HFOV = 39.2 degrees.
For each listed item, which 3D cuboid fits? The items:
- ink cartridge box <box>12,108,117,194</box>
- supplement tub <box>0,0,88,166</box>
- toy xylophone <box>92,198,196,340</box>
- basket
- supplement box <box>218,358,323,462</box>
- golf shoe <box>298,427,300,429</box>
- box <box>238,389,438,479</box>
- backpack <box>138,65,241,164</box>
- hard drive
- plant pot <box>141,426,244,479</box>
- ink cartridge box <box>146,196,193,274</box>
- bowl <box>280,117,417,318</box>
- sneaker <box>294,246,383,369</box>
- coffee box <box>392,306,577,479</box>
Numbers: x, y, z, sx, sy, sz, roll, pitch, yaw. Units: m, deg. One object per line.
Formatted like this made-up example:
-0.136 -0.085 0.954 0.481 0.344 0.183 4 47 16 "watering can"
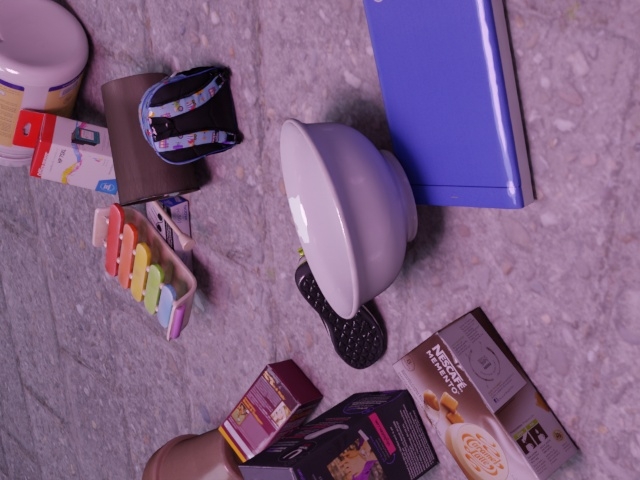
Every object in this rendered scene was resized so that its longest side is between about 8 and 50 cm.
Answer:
-0.522 -0.183 1.874 0.134 0.231 0.078 129 147 -51 "ink cartridge box"
-0.643 -0.335 1.925 0.241 0.241 0.331 54 142 14 "supplement tub"
-0.352 0.034 1.835 0.322 0.081 0.236 40 137 32 "toy xylophone"
-0.326 -0.190 1.689 0.204 0.154 0.227 175 83 -75 "basket"
-0.096 0.330 1.718 0.104 0.081 0.188 47 116 23 "supplement box"
-0.067 0.381 1.798 0.086 0.069 0.176 -36 81 29 "golf shoe"
0.032 0.370 1.480 0.165 0.270 0.143 -18 95 54 "box"
-0.241 -0.214 1.560 0.117 0.173 0.158 14 121 46 "backpack"
0.164 -0.201 1.187 0.210 0.040 0.319 6 115 49 "hard drive"
-0.211 0.504 1.903 0.229 0.263 0.263 -42 76 34 "plant pot"
-0.314 -0.001 1.877 0.097 0.046 0.207 30 131 40 "ink cartridge box"
0.051 -0.047 1.296 0.298 0.134 0.298 162 90 -78 "bowl"
0.033 0.106 1.494 0.235 0.084 0.097 60 -174 -23 "sneaker"
0.234 0.241 1.305 0.246 0.098 0.141 57 142 11 "coffee box"
